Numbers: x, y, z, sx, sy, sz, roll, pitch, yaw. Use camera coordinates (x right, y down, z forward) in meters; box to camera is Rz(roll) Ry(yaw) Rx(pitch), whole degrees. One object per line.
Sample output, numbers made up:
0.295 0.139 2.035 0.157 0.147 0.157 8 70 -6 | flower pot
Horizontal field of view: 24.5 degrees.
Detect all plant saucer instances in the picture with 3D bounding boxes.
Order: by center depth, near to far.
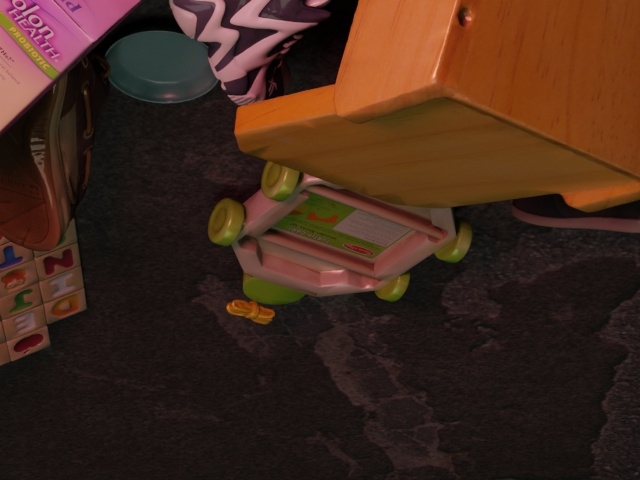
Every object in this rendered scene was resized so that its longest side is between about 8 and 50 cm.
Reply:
-0.160 -0.183 1.497 0.119 0.021 0.119 0 149 0 | plant saucer

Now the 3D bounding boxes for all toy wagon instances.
0.000 0.000 1.761 0.267 0.068 0.344 20 144 -30 | toy wagon

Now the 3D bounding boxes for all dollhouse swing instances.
0.136 -0.188 1.366 0.347 0.315 0.305 16 179 -41 | dollhouse swing

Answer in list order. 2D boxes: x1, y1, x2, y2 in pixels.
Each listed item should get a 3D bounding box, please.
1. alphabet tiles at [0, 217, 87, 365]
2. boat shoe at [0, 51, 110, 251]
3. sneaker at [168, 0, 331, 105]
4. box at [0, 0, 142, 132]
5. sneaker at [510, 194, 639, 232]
-0.428 0.081 1.814 0.285 0.011 0.342 -23 153 -17 | alphabet tiles
-0.275 -0.152 1.463 0.123 0.123 0.342 17 131 19 | boat shoe
-0.033 -0.209 1.388 0.153 0.094 0.235 -13 148 15 | sneaker
-0.301 -0.215 1.263 0.213 0.117 0.243 47 133 -10 | box
0.307 -0.071 1.655 0.083 0.118 0.222 0 -177 -40 | sneaker
